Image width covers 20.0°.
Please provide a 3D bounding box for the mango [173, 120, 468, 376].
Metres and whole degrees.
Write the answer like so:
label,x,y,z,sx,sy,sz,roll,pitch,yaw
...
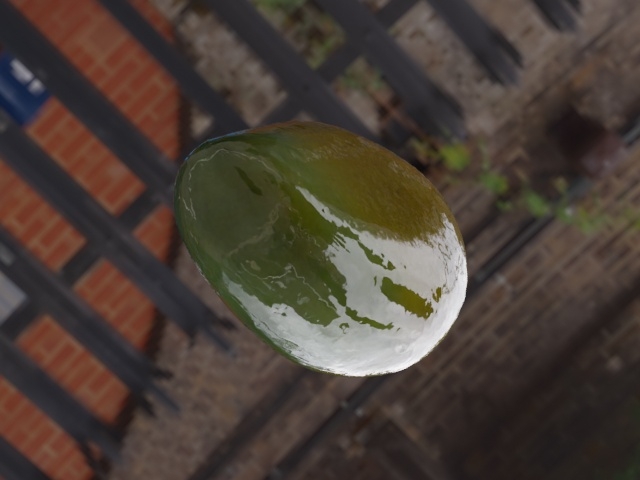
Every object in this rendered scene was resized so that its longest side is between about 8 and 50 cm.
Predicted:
label,x,y,z,sx,sy,sz,roll,pitch,yaw
mango,0.000,0.000,0.818,0.092,0.195,0.130,-34,-119,17
